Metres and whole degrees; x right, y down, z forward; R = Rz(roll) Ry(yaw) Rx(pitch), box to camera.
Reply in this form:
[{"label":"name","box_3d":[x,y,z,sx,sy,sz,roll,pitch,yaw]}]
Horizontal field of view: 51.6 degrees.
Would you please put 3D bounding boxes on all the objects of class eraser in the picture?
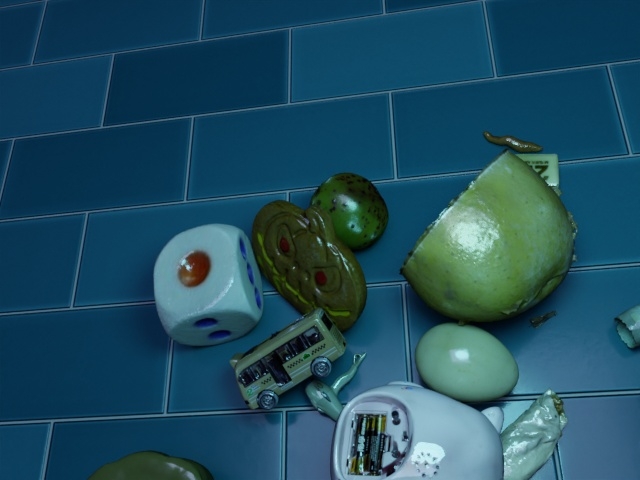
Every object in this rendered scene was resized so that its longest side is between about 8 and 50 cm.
[{"label":"eraser","box_3d":[0.586,-0.187,1.885,0.172,0.058,0.117,1,64,13]}]

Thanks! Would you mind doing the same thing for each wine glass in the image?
[{"label":"wine glass","box_3d":[0.856,0.100,1.583,0.310,0.264,0.096,-24,34,0]}]

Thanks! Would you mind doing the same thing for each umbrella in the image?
[{"label":"umbrella","box_3d":[0.576,0.203,1.719,0.083,0.020,0.031,-30,23,-4]}]

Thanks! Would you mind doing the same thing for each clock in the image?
[{"label":"clock","box_3d":[0.215,0.483,1.481,0.377,0.250,0.368,-6,49,21]}]

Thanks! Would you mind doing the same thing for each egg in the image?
[{"label":"egg","box_3d":[0.356,0.301,1.621,0.254,0.188,0.188,19,70,11]}]

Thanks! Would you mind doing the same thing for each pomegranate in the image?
[{"label":"pomegranate","box_3d":[0.051,-0.052,1.832,0.231,0.231,0.286,39,77,25]}]

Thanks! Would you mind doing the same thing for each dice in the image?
[{"label":"dice","box_3d":[-0.300,0.125,1.810,0.243,0.251,0.259,-15,62,6]}]

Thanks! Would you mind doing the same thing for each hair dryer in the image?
[{"label":"hair dryer","box_3d":[0.076,0.399,1.721,0.199,0.067,0.167,-26,70,-18]}]

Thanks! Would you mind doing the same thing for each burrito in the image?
[{"label":"burrito","box_3d":[0.448,0.521,1.559,0.392,0.076,0.117,-44,70,-9]}]

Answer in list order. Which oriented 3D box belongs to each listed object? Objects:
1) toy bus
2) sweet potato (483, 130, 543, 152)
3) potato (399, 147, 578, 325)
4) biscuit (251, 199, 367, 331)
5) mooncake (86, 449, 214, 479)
[{"label":"toy bus","box_3d":[-0.084,0.301,1.691,0.290,0.139,0.157,-33,91,10]},{"label":"sweet potato","box_3d":[0.563,-0.288,1.949,0.179,0.044,0.044,17,69,19]},{"label":"potato","box_3d":[0.436,0.033,1.642,0.319,0.385,0.442,43,68,16]},{"label":"biscuit","box_3d":[-0.041,0.059,1.748,0.394,0.350,0.070,35,46,28]},{"label":"mooncake","box_3d":[-0.402,0.698,1.587,0.379,0.201,0.378,-4,68,11]}]
